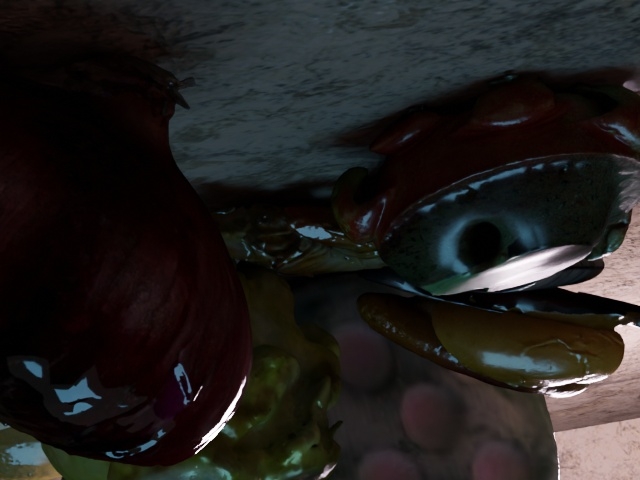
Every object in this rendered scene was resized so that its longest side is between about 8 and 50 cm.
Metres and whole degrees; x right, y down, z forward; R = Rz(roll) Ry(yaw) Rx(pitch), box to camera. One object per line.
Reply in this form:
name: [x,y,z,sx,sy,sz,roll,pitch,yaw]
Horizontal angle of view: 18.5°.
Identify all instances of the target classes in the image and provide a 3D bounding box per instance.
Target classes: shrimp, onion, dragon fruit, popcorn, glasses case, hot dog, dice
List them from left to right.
onion: [-0.184,-0.011,1.288,0.348,0.285,0.347,30,168,7]
popcorn: [-0.125,0.132,1.815,0.312,0.312,0.312,-8,167,-2]
shrimp: [0.000,0.000,1.746,0.152,0.063,0.287,0,177,33]
dice: [0.039,0.240,2.181,0.330,0.348,0.328,-2,156,-30]
hot dog: [0.177,0.092,2.003,0.326,0.107,0.194,13,-176,-4]
dragon fruit: [0.148,-0.039,1.614,0.268,0.130,0.295,-6,167,-35]
glasses case: [0.192,0.017,1.876,0.114,0.060,0.299,4,-179,18]

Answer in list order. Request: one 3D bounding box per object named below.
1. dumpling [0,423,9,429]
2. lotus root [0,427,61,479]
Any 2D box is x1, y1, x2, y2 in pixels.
dumpling: [-0.344,0.121,2.037,0.219,0.152,0.108,-11,-147,-42]
lotus root: [-0.309,0.202,2.271,0.303,0.146,0.131,-9,-159,-16]
